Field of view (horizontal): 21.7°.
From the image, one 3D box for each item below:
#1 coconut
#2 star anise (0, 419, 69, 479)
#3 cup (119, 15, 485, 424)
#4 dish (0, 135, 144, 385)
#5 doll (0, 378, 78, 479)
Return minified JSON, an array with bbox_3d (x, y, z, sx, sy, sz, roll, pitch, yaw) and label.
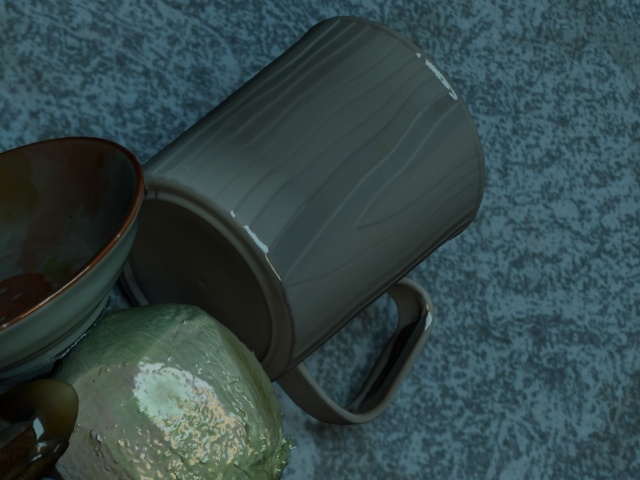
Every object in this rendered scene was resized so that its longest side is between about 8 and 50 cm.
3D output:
[{"bbox_3d":[-0.128,0.131,1.260,0.194,0.194,0.194,14,61,-26],"label":"coconut"},{"bbox_3d":[-0.282,0.209,0.949,0.315,0.108,0.315,3,75,-12],"label":"star anise"},{"bbox_3d":[-0.015,-0.007,1.408,0.208,0.288,0.273,23,45,31],"label":"cup"},{"bbox_3d":[-0.234,0.032,1.241,0.260,0.260,0.085,-53,131,-37],"label":"dish"},{"bbox_3d":[-0.213,0.266,1.123,0.318,0.209,0.339,-34,84,-36],"label":"doll"}]
